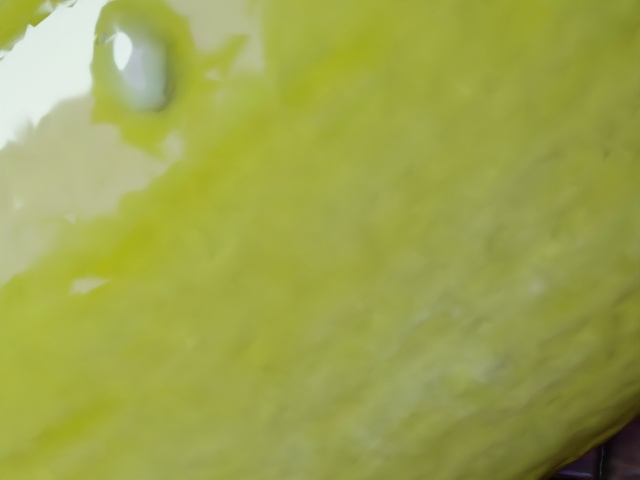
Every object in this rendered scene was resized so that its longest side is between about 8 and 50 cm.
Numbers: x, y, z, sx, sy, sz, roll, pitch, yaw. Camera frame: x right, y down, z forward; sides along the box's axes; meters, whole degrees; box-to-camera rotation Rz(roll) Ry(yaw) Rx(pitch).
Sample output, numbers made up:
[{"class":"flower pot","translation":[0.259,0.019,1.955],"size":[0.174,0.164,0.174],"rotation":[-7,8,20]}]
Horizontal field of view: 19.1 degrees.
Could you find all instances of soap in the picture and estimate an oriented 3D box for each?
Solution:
[{"class":"soap","translation":[-0.001,-0.001,0.670],"size":[0.427,0.115,0.306],"rotation":[-37,122,12]}]
